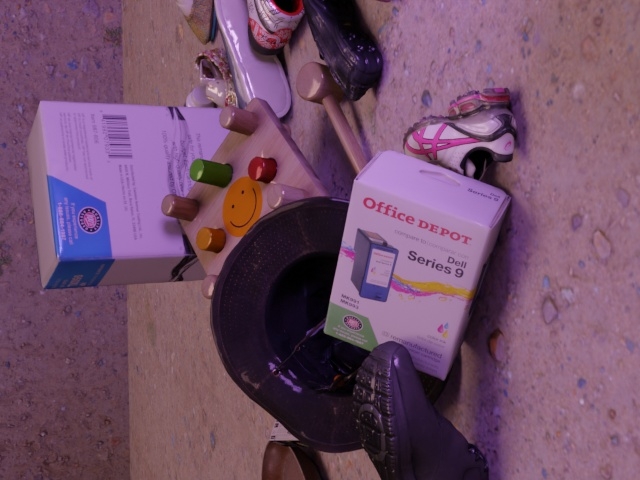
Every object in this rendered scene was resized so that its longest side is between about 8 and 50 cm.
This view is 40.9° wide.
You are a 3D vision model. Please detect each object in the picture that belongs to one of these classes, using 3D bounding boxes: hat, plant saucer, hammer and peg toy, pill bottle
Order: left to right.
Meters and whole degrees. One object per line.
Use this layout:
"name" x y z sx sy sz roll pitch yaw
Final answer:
"pill bottle" -0.283 -0.306 1.991 0.120 0.067 0.067 129 132 -61
"hammer and peg toy" -0.078 -0.084 1.278 0.361 0.127 0.266 -51 50 25
"plant saucer" -0.040 0.511 1.566 0.310 0.050 0.310 176 90 -68
"hat" 0.029 0.104 1.135 0.134 0.331 0.331 2 -98 -70

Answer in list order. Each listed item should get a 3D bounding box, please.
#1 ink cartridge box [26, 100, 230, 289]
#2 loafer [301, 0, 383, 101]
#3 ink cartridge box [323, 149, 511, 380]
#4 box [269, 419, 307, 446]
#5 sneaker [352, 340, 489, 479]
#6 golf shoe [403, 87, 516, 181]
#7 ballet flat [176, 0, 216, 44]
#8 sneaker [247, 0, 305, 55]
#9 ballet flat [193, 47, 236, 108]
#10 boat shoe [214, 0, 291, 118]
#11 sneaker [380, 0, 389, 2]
"ink cartridge box" -0.293 -0.078 1.515 0.166 0.395 0.285 -40 57 56
"loafer" 0.018 -0.291 1.219 0.078 0.076 0.223 -61 42 42
"ink cartridge box" 0.102 0.027 0.951 0.093 0.154 0.212 -48 -25 -54
"box" -0.025 0.287 1.438 0.207 0.036 0.114 -31 39 67
"sneaker" 0.120 0.241 0.970 0.109 0.130 0.286 -154 49 -67
"golf shoe" 0.147 -0.102 0.945 0.186 0.067 0.086 155 108 -67
"ballet flat" -0.277 -0.592 1.855 0.123 0.123 0.348 -118 31 -45
"sneaker" -0.089 -0.463 1.444 0.145 0.090 0.270 146 114 -64
"ballet flat" -0.210 -0.325 1.790 0.241 0.077 0.091 -121 34 -47
"boat shoe" -0.136 -0.353 1.548 0.099 0.116 0.319 -33 69 62
"sneaker" 0.031 -0.393 1.162 0.236 0.095 0.104 41 125 54
